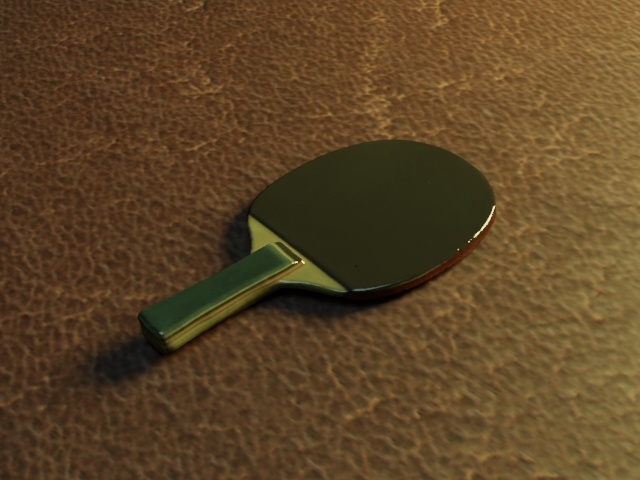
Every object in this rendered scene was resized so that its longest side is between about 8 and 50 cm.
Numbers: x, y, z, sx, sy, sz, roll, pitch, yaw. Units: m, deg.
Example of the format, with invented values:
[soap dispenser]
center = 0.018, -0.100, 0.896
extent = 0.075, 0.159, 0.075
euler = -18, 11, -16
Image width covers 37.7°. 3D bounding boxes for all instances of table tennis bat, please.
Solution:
[table tennis bat]
center = 0.000, 0.000, 0.642
extent = 0.274, 0.021, 0.154
euler = -29, 46, -27
